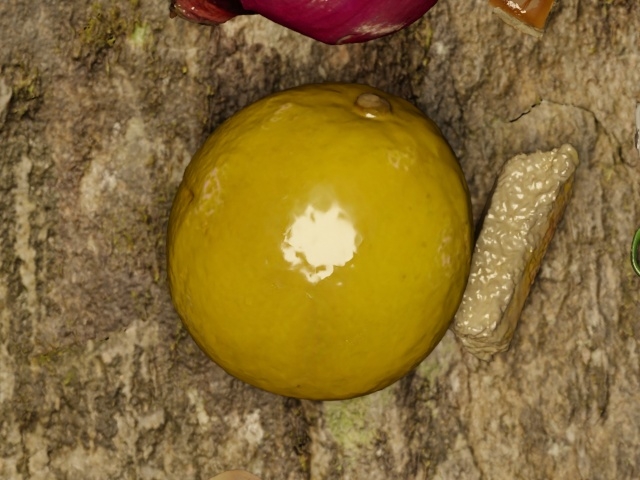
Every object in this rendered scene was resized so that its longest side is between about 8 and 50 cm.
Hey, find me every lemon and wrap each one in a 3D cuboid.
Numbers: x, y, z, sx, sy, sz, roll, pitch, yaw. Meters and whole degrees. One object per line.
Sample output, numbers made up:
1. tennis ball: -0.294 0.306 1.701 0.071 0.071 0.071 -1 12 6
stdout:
1. lemon: 0.000 0.000 1.750 0.348 0.348 0.348 -1 83 6

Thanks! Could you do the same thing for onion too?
1. onion: -0.037 -0.349 1.835 0.385 0.348 0.348 -38 79 34

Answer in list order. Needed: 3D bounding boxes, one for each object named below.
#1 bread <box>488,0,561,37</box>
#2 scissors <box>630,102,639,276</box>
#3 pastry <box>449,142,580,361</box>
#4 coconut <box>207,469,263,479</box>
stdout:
1. bread: 0.238 -0.282 1.890 0.070 0.077 0.083 26 85 11
2. scissors: 0.386 -0.057 1.872 0.101 0.027 0.204 -10 84 3
3. pastry: 0.212 0.004 1.836 0.089 0.121 0.258 20 84 3
4. coconut: -0.094 0.318 1.834 0.116 0.122 0.116 -7 116 -15
